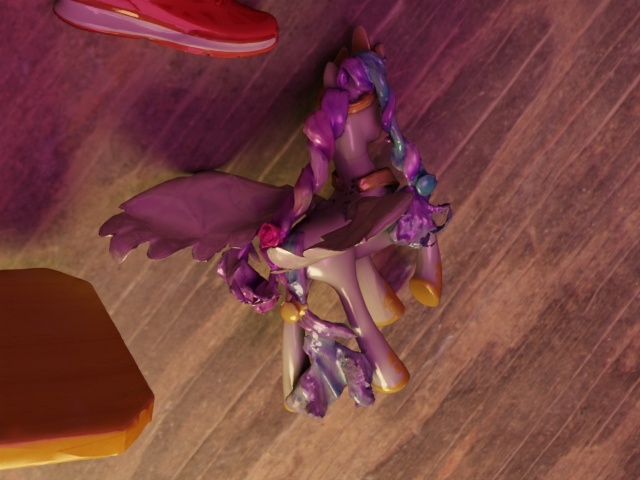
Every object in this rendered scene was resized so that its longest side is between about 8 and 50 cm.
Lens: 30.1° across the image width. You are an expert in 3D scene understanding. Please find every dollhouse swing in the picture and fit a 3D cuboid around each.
[{"bbox_3d":[-0.364,0.198,1.066,0.305,0.347,0.315,13,109,-32],"label":"dollhouse swing"}]

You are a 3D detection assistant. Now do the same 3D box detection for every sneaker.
[{"bbox_3d":[-0.130,-0.249,1.113,0.221,0.087,0.128,2,115,-29],"label":"sneaker"}]

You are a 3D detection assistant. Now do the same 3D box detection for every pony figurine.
[{"bbox_3d":[0.000,0.000,1.227,0.351,0.303,0.363,-42,130,-43],"label":"pony figurine"}]
